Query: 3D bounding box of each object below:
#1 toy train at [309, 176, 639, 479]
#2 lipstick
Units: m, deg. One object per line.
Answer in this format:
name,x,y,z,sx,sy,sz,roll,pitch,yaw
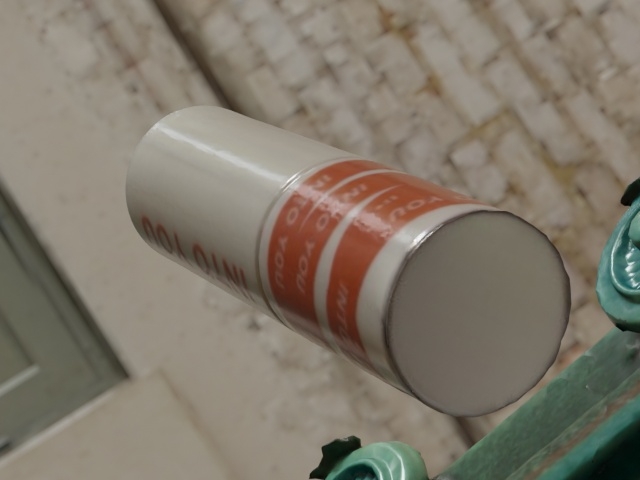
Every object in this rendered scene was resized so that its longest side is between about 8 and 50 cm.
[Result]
toy train,0.103,0.107,0.680,0.120,0.298,0.194,37,23,-24
lipstick,0.000,0.000,0.408,0.130,0.038,0.038,24,-38,62
